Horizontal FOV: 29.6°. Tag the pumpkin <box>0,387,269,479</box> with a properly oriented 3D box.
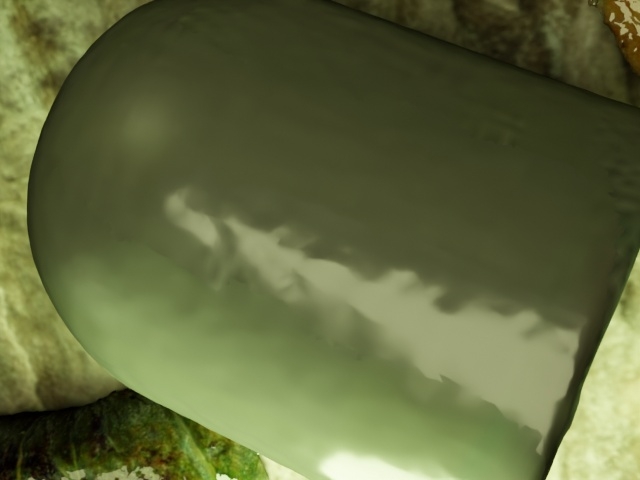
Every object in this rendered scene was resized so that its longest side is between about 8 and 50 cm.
[{"bbox_3d":[-0.174,0.196,1.056,0.278,0.111,0.163,33,110,5],"label":"pumpkin"}]

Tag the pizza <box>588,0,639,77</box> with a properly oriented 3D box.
[{"bbox_3d":[0.237,-0.200,0.824,0.134,0.056,0.271,-36,96,22],"label":"pizza"}]

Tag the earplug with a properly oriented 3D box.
[{"bbox_3d":[0.000,0.000,0.825,0.394,0.312,0.313,22,113,10],"label":"earplug"}]
